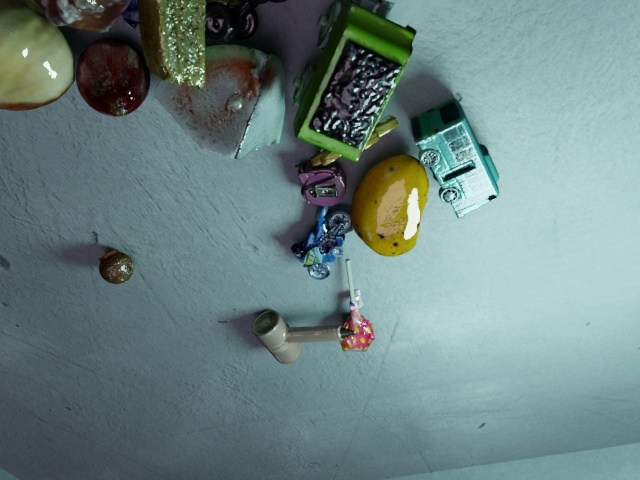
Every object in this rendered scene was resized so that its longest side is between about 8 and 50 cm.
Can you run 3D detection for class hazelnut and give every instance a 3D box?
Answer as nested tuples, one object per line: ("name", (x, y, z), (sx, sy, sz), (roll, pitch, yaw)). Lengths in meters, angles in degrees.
("hazelnut", (-0.635, -0.371, 1.050), (0.261, 0.261, 0.241), (33, 102, -24))

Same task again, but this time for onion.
("onion", (-0.440, -0.331, 1.125), (0.159, 0.195, 0.159), (-12, 145, -9))

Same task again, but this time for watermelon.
("watermelon", (-0.212, -0.282, 1.127), (0.289, 0.214, 0.320), (6, 161, -11))

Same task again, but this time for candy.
("candy", (0.100, 0.204, 1.646), (0.124, 0.124, 0.365), (-5, 125, 7))
("candy", (-0.420, -0.516, 0.943), (0.214, 0.157, 0.289), (52, 126, 17))

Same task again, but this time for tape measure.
("tape measure", (0.004, -0.145, 1.349), (0.125, 0.074, 0.118), (-7, 132, 12))

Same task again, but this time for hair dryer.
("hair dryer", (-0.036, 0.314, 1.700), (0.344, 0.107, 0.189), (-7, 133, 29))

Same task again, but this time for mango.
("mango", (0.175, -0.092, 1.339), (0.191, 0.160, 0.290), (13, 128, 3))

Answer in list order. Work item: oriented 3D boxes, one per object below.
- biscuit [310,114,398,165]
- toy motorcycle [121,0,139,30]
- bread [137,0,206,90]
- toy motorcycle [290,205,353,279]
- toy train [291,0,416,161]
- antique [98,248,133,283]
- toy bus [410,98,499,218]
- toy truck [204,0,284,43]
("biscuit", (0.061, -0.225, 1.225), (0.240, 0.158, 0.035), (-13, 110, 46))
("toy motorcycle", (-0.331, -0.459, 1.089), (0.205, 0.076, 0.114), (26, 137, -22))
("bread", (-0.277, -0.391, 0.985), (0.102, 0.138, 0.196), (-11, 122, -28))
("toy motorcycle", (0.000, 0.000, 1.474), (0.135, 0.092, 0.254), (23, 121, -5))
("toy train", (0.054, -0.330, 1.050), (0.173, 0.249, 0.307), (20, 116, -15))
("antique", (-0.605, 0.082, 1.569), (0.104, 0.104, 0.104), (1, 132, 2))
("toy bus", (0.324, -0.191, 1.258), (0.147, 0.128, 0.256), (-24, 125, 21))
("toy truck", (-0.166, -0.494, 1.012), (0.224, 0.147, 0.165), (-35, 100, 30))
